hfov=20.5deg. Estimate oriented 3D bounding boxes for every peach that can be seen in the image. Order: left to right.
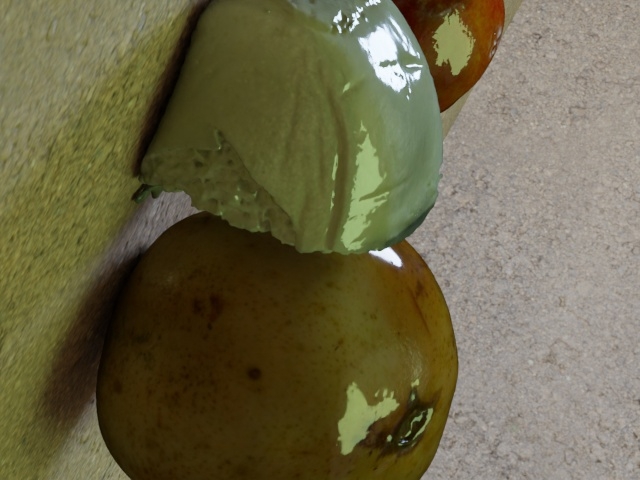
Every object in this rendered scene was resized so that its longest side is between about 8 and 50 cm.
[{"bbox_3d":[0.127,-0.283,2.263,0.243,0.199,0.243,-47,150,-38],"label":"peach"}]

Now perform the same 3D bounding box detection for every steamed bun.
[{"bbox_3d":[0.001,-0.123,1.745,0.290,0.272,0.273,-57,171,-57],"label":"steamed bun"}]

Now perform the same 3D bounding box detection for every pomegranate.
[{"bbox_3d":[-0.059,0.145,1.915,0.417,0.416,0.417,-61,172,-15],"label":"pomegranate"}]
